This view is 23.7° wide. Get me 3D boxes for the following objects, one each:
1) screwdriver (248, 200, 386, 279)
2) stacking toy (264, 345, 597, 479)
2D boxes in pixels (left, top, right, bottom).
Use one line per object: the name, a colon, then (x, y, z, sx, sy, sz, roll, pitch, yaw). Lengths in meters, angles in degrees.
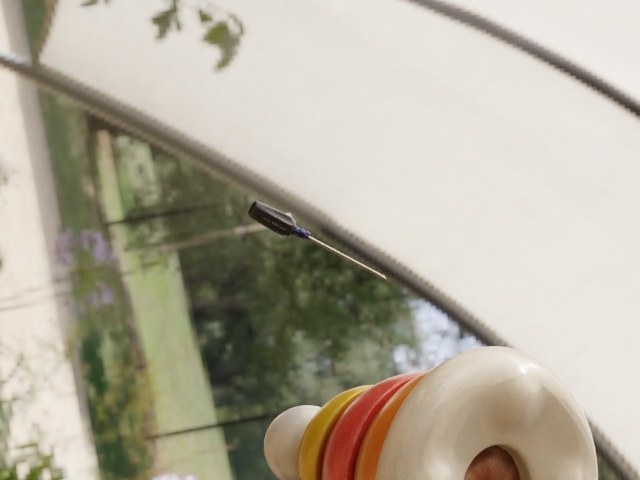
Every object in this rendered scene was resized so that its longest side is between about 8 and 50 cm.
screwdriver: (0.000, 0.000, 1.615, 0.025, 0.170, 0.024, -68, -163, -5)
stacking toy: (0.089, 0.303, 1.996, 0.480, 0.350, 0.350, 0, -79, 54)
